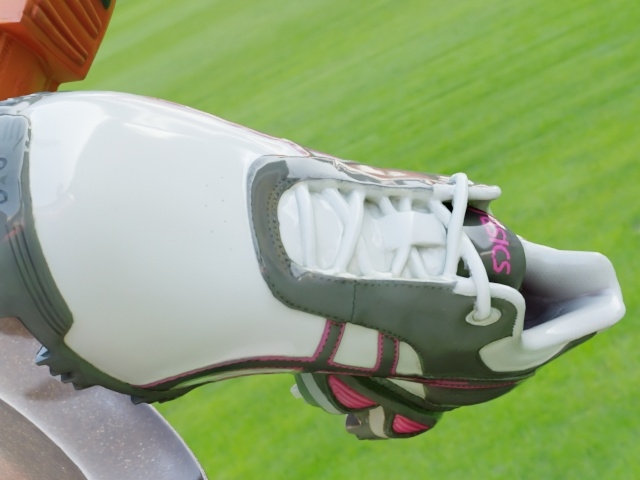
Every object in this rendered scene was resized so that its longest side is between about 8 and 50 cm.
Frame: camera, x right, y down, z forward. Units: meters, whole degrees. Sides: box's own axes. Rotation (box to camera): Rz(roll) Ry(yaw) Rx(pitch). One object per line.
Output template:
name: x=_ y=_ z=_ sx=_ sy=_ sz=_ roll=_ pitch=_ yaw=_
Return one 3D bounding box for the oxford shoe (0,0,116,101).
oxford shoe: x=-0.193 y=-0.055 z=0.725 sx=0.098 sy=0.097 sz=0.271 roll=15 pitch=69 yaw=22

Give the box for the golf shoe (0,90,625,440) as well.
golf shoe: x=0.000 y=0.000 z=0.503 sx=0.120 sy=0.105 sz=0.273 roll=-18 pitch=-21 yaw=31

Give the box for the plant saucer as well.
plant saucer: x=-0.127 y=0.053 z=0.487 sx=0.036 sy=0.199 sz=0.198 roll=-56 pitch=12 yaw=7
